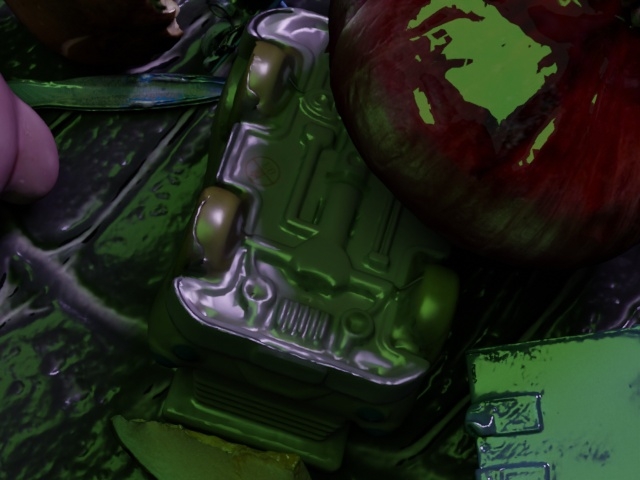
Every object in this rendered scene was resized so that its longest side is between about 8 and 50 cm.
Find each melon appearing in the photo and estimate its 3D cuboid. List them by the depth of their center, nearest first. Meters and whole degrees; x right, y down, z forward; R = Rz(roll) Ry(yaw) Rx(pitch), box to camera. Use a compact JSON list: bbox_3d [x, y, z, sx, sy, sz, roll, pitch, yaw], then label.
[{"bbox_3d":[-0.090,0.194,1.277,0.182,0.098,0.054,11,52,26],"label":"melon"}]

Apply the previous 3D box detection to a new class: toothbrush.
[{"bbox_3d":[-0.283,-0.142,1.460,0.413,0.042,0.035,-1,105,7],"label":"toothbrush"}]

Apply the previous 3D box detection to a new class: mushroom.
[{"bbox_3d":[-0.164,-0.274,1.419,0.302,0.233,0.208,-15,93,-24],"label":"mushroom"}]

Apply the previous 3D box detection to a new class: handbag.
[{"bbox_3d":[0.196,0.190,1.173,0.179,0.062,0.229,-9,69,8],"label":"handbag"}]

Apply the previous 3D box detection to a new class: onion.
[{"bbox_3d":[0.179,-0.158,1.133,0.347,0.285,0.347,9,60,-16],"label":"onion"}]

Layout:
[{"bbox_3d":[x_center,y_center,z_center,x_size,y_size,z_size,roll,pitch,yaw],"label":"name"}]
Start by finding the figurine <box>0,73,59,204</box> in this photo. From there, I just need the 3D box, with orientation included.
[{"bbox_3d":[-0.391,-0.105,1.339,0.270,0.211,0.261,-39,80,0],"label":"figurine"}]

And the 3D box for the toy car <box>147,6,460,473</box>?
[{"bbox_3d":[0.000,0.000,1.293,0.242,0.226,0.336,18,55,-4],"label":"toy car"}]

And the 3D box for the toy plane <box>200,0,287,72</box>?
[{"bbox_3d":[-0.048,-0.232,1.364,0.078,0.246,0.169,35,77,-3],"label":"toy plane"}]
